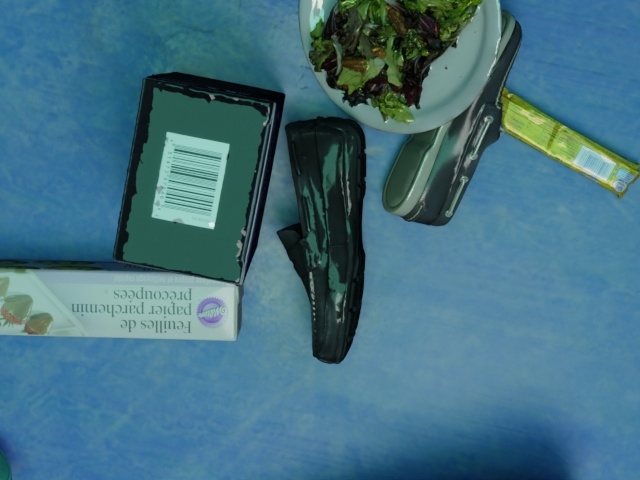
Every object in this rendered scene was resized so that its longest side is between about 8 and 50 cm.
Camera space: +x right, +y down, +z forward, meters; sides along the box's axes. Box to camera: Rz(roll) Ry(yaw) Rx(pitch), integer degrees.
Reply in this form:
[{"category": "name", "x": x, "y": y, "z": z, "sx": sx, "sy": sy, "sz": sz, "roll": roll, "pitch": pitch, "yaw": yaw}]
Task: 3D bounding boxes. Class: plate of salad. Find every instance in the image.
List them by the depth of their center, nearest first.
[{"category": "plate of salad", "x": 0.061, "y": -0.189, "z": 1.188, "sx": 0.200, "sy": 0.048, "sz": 0.199, "roll": 10, "pitch": 109, "yaw": 29}]

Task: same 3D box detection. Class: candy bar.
[{"category": "candy bar", "x": 0.217, "y": -0.089, "z": 1.250, "sx": 0.162, "sy": 0.018, "sz": 0.040, "roll": 29, "pitch": 101, "yaw": -3}]

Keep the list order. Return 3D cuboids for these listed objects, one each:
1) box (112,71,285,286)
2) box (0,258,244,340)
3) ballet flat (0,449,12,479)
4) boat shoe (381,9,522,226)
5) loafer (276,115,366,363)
[{"category": "box", "x": -0.097, "y": -0.059, "z": 1.167, "sx": 0.108, "sy": 0.207, "sz": 0.153, "roll": 11, "pitch": 99, "yaw": -1}, {"category": "box", "x": -0.234, "y": 0.052, "z": 1.258, "sx": 0.324, "sy": 0.067, "sz": 0.063, "roll": 1, "pitch": 98, "yaw": 2}, {"category": "ballet flat", "x": -0.382, "y": 0.172, "z": 1.281, "sx": 0.221, "sy": 0.077, "sz": 0.079, "roll": 42, "pitch": 115, "yaw": 0}, {"category": "boat shoe", "x": 0.130, "y": -0.106, "z": 1.234, "sx": 0.065, "sy": 0.075, "sz": 0.206, "roll": 25, "pitch": 100, "yaw": -26}, {"category": "loafer", "x": 0.000, "y": 0.000, "z": 1.243, "sx": 0.078, "sy": 0.076, "sz": 0.223, "roll": 1, "pitch": 95, "yaw": 9}]
